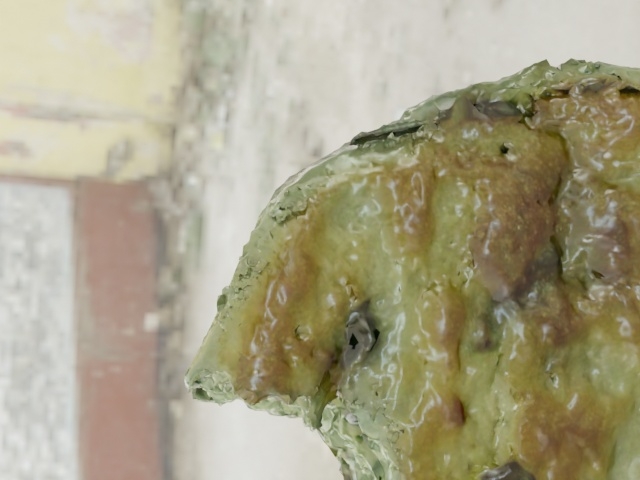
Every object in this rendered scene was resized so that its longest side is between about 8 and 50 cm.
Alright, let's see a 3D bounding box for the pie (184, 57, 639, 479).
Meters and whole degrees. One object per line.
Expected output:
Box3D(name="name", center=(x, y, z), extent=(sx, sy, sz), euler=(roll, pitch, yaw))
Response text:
Box3D(name="pie", center=(0.101, 0.072, 0.711), extent=(0.067, 0.302, 0.302), euler=(161, 111, -72))
